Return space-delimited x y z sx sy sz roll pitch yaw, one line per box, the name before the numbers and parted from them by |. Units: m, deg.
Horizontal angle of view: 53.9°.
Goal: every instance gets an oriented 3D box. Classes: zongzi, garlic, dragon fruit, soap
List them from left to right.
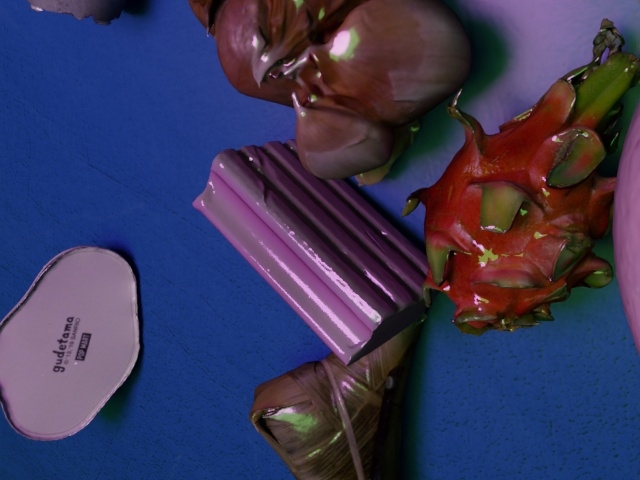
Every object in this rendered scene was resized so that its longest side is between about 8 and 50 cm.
soap | 0.000 0.000 0.539 0.203 0.122 0.065 44 125 20
garlic | 0.007 -0.158 0.482 0.160 0.191 0.214 -35 74 9
zongzi | 0.066 0.183 0.609 0.204 0.094 0.205 -33 100 4
dragon fruit | 0.145 -0.041 0.449 0.135 0.137 0.236 50 130 52

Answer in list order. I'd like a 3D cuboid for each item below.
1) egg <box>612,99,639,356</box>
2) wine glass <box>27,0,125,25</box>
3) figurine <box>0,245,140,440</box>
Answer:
egg | 0.304 0.029 0.219 0.354 0.340 0.355 8 118 15
wine glass | -0.216 -0.331 0.569 0.126 0.126 0.241 25 115 21
figurine | -0.325 0.106 0.800 0.250 0.166 0.141 -62 32 4
